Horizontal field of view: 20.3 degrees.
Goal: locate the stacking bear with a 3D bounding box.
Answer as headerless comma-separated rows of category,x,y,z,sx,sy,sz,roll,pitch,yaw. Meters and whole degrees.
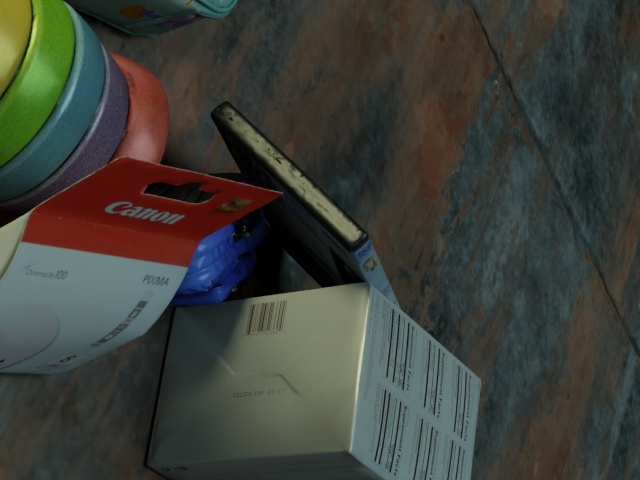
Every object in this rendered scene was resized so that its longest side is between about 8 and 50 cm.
stacking bear,-0.250,-0.120,1.180,0.289,0.164,0.175,36,53,-45

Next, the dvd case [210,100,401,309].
dvd case,0.000,0.000,1.504,0.022,0.180,0.253,-41,152,-8

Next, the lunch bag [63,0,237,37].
lunch bag,-0.170,-0.297,1.389,0.279,0.108,0.224,23,64,-56

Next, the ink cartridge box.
ink cartridge box,-0.159,0.026,1.212,0.189,0.232,0.066,10,62,-57

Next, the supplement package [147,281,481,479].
supplement package,0.001,0.150,1.487,0.203,0.194,0.149,42,49,-48

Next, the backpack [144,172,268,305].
backpack,-0.104,0.004,1.440,0.120,0.098,0.101,-39,116,-57
